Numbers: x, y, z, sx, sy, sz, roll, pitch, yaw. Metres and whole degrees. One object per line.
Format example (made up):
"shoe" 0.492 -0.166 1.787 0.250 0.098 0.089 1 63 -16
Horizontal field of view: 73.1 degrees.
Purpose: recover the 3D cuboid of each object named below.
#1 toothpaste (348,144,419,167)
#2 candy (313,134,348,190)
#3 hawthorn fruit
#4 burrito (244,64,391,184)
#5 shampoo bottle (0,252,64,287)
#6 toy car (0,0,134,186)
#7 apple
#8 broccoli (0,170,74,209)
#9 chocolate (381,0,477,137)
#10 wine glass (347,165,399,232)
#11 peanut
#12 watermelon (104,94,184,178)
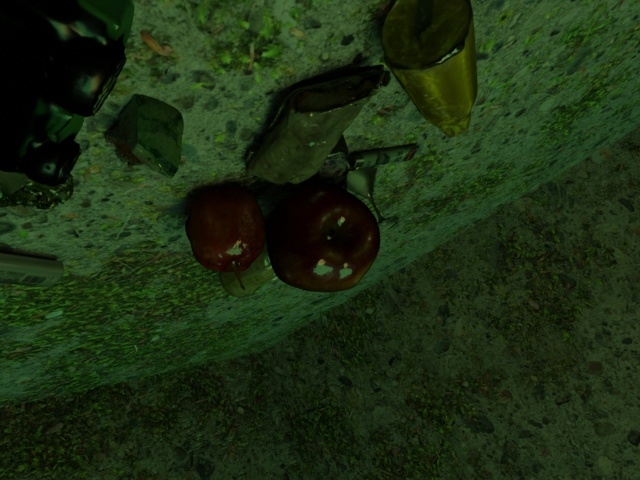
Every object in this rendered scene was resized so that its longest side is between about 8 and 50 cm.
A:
"toothpaste" 0.180 -0.234 1.204 0.238 0.039 0.062 -14 151 -32
"candy" 0.026 -0.167 1.157 0.088 0.061 0.312 -20 160 -6
"hawthorn fruit" -0.221 0.006 1.038 0.207 0.244 0.207 -15 162 -5
"burrito" -0.025 -0.227 0.881 0.174 0.107 0.347 -7 156 -41
"shampoo bottle" -0.678 0.060 0.920 0.086 0.056 0.227 -28 160 16
"toy car" -0.323 -0.218 0.452 0.213 0.177 0.358 29 140 -27
"apple" 0.000 0.000 1.106 0.287 0.289 0.317 -17 173 -20
"broccoli" -0.448 -0.121 0.637 0.145 0.138 0.162 -6 114 -26
"chocolate" 0.252 -0.317 0.894 0.162 0.162 0.445 -30 161 16
"wine glass" 0.145 -0.115 1.248 0.122 0.183 0.122 -20 160 -8
"peanut" -0.211 0.067 1.350 0.339 0.159 0.174 -29 160 31
"watermelon" -0.308 -0.188 0.746 0.158 0.121 0.097 16 172 41
